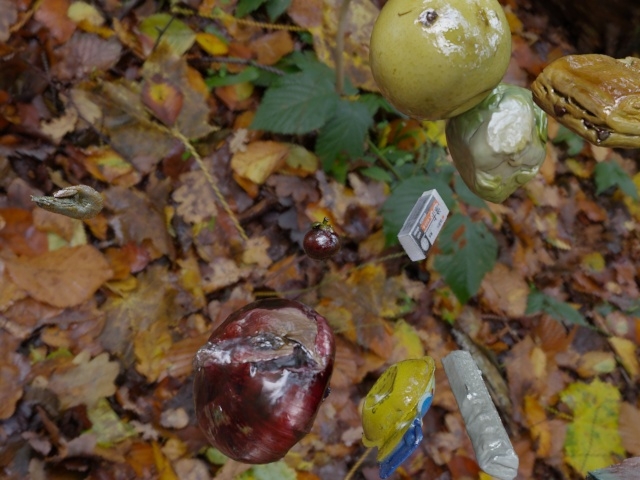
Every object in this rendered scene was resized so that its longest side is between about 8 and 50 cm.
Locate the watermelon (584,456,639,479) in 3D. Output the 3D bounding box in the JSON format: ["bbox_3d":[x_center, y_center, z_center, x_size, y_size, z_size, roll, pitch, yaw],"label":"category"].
[{"bbox_3d":[0.485,0.365,1.031,0.318,0.226,0.148,31,-4,-20],"label":"watermelon"}]

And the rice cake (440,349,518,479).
[{"bbox_3d":[0.244,0.263,1.157,0.057,0.052,0.256,9,27,-11],"label":"rice cake"}]

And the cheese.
[{"bbox_3d":[0.117,0.261,1.129,0.069,0.177,0.270,39,15,-5],"label":"cheese"}]

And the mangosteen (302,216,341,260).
[{"bbox_3d":[0.001,0.003,1.515,0.081,0.081,0.081,28,41,-27],"label":"mangosteen"}]

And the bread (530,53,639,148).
[{"bbox_3d":[0.477,-0.228,1.177,0.235,0.099,0.210,-7,38,-23],"label":"bread"}]

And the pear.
[{"bbox_3d":[0.277,-0.448,1.740,0.348,0.348,0.348,28,41,-27],"label":"pear"}]

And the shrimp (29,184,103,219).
[{"bbox_3d":[-0.375,-0.062,1.109,0.108,0.059,0.023,18,25,-44],"label":"shrimp"}]

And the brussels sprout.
[{"bbox_3d":[0.468,-0.262,1.929,0.344,0.268,0.344,-17,90,-86],"label":"brussels sprout"}]

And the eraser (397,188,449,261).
[{"bbox_3d":[0.164,-0.025,1.171,0.052,0.029,0.122,55,45,-23],"label":"eraser"}]

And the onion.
[{"bbox_3d":[-0.108,0.200,1.162,0.195,0.272,0.272,38,34,-42],"label":"onion"}]
